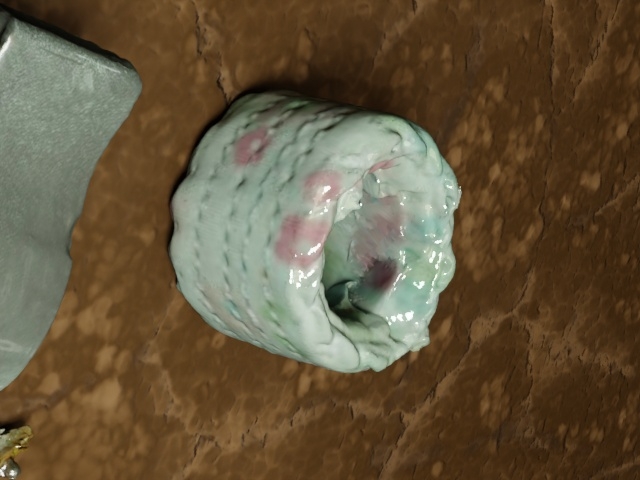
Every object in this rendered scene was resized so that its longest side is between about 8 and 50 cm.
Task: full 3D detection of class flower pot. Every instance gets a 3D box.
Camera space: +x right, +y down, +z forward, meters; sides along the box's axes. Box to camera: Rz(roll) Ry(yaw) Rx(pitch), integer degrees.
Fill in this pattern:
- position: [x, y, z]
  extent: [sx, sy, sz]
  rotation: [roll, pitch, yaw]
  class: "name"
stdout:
- position: [-0.206, -0.026, 0.877]
  extent: [0.108, 0.103, 0.229]
  rotation: [22, 89, -52]
  class: "flower pot"

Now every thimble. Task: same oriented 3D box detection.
- position: [0.000, 0.000, 1.102]
  extent: [0.185, 0.149, 0.211]
  rotation: [-50, 137, -26]
  class: "thimble"

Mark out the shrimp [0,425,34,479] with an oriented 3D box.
- position: [-0.252, 0.138, 0.941]
  extent: [0.184, 0.043, 0.091]
  rotation: [4, 99, -50]
  class: "shrimp"
